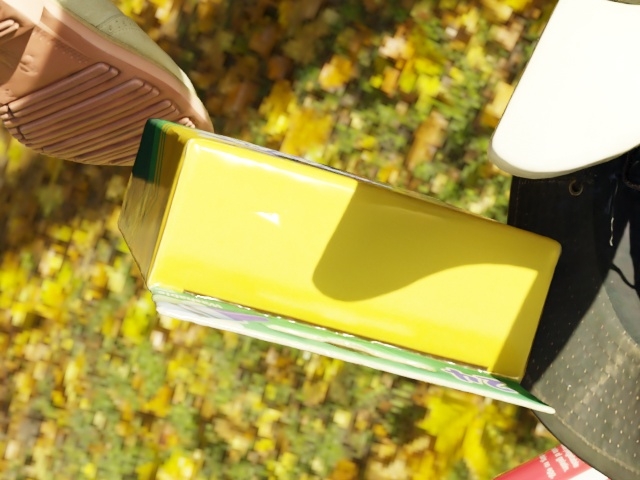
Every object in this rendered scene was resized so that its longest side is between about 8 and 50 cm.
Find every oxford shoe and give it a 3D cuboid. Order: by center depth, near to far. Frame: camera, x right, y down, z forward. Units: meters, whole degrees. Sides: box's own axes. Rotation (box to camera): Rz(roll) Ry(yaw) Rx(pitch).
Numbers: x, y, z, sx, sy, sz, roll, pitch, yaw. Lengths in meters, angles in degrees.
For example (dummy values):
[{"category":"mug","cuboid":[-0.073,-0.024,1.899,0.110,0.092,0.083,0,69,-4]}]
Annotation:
[{"category":"oxford shoe","cuboid":[-0.199,-0.168,1.035,0.140,0.397,0.147,-17,66,18]}]

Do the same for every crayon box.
[{"category":"crayon box","cuboid":[0.000,0.000,0.798,0.323,0.203,0.083,-144,70,-76]}]

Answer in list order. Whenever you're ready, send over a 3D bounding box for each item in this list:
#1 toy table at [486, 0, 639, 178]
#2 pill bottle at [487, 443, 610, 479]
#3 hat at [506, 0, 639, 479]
[{"category":"toy table","cuboid":[0.191,-0.115,0.546,0.274,0.160,0.252,-62,-3,-15]},{"category":"pill bottle","cuboid":[0.289,0.286,1.306,0.407,0.229,0.229,-27,40,3]},{"category":"hat","cuboid":[0.240,-0.019,0.770,0.331,0.134,0.331,-19,66,51]}]
